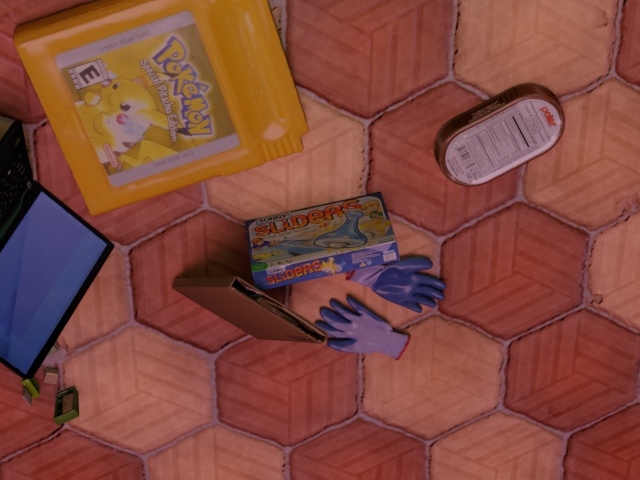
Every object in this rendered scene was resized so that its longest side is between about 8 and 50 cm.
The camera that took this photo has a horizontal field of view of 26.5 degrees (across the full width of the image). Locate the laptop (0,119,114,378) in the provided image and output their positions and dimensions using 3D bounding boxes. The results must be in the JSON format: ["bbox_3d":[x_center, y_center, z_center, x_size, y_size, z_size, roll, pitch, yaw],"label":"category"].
[{"bbox_3d":[-0.389,0.019,1.768,0.136,0.234,0.264,26,156,5],"label":"laptop"}]

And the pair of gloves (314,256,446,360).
[{"bbox_3d":[0.092,0.096,2.027,0.159,0.023,0.198,20,118,-21],"label":"pair of gloves"}]

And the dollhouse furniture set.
[{"bbox_3d":[-0.411,0.199,1.997,0.076,0.059,0.152,-23,122,6],"label":"dollhouse furniture set"}]

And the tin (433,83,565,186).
[{"bbox_3d":[0.250,-0.144,1.891,0.189,0.040,0.106,-28,126,9],"label":"tin"}]

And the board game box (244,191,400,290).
[{"bbox_3d":[0.000,0.000,1.886,0.201,0.136,0.035,-13,122,-1],"label":"board game box"}]

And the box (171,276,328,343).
[{"bbox_3d":[-0.103,0.097,1.913,0.164,0.201,0.021,33,74,-24],"label":"box"}]

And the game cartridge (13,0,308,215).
[{"bbox_3d":[-0.199,-0.198,1.784,0.323,0.053,0.285,-17,123,4],"label":"game cartridge"}]
